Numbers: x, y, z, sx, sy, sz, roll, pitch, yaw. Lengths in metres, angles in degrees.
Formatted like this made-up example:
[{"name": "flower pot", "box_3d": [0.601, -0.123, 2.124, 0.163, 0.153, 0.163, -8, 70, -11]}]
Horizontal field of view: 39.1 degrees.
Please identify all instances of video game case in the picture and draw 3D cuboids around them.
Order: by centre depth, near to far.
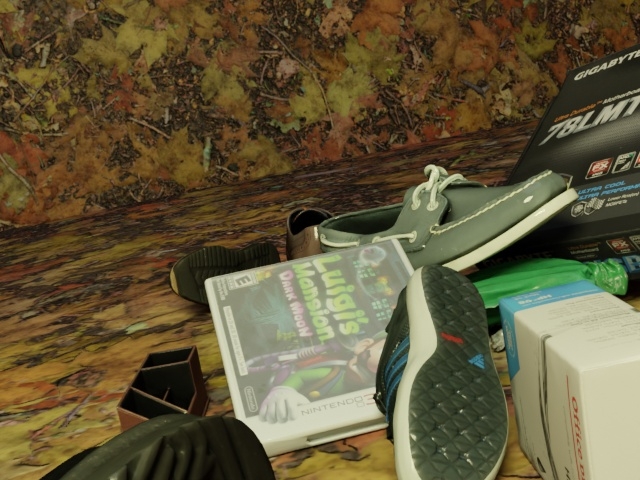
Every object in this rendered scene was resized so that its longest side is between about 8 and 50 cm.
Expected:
[{"name": "video game case", "box_3d": [0.008, 0.076, 0.710, 0.173, 0.022, 0.190, -12, 38, -9]}]

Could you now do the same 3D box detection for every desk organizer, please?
[{"name": "desk organizer", "box_3d": [-0.122, 0.128, 0.710, 0.047, 0.050, 0.130, -10, 11, 1]}]

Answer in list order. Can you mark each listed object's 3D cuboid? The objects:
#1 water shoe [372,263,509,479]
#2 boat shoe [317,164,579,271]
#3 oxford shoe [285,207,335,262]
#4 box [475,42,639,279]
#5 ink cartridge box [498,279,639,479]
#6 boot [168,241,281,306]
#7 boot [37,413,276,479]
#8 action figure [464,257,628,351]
[{"name": "water shoe", "box_3d": [0.074, 0.104, 0.593, 0.073, 0.080, 0.203, 24, 37, -7]}, {"name": "boat shoe", "box_3d": [0.100, -0.016, 0.860, 0.116, 0.099, 0.319, -25, 0, -36]}, {"name": "oxford shoe", "box_3d": [0.000, 0.000, 1.135, 0.097, 0.098, 0.271, -11, 11, -5]}, {"name": "box", "box_3d": [0.316, -0.091, 0.869, 0.296, 0.073, 0.293, -13, 40, 55]}, {"name": "ink cartridge box", "box_3d": [0.152, 0.093, 0.477, 0.060, 0.104, 0.180, -11, 10, -2]}, {"name": "boot", "box_3d": [-0.157, 0.051, 1.134, 0.137, 0.076, 0.198, -10, -4, 30]}, {"name": "boot", "box_3d": [-0.196, 0.168, 0.352, 0.260, 0.131, 0.348, -4, 13, 31]}, {"name": "action figure", "box_3d": [0.153, 0.055, 0.791, 0.232, 0.063, 0.137, -13, 8, 6]}]
